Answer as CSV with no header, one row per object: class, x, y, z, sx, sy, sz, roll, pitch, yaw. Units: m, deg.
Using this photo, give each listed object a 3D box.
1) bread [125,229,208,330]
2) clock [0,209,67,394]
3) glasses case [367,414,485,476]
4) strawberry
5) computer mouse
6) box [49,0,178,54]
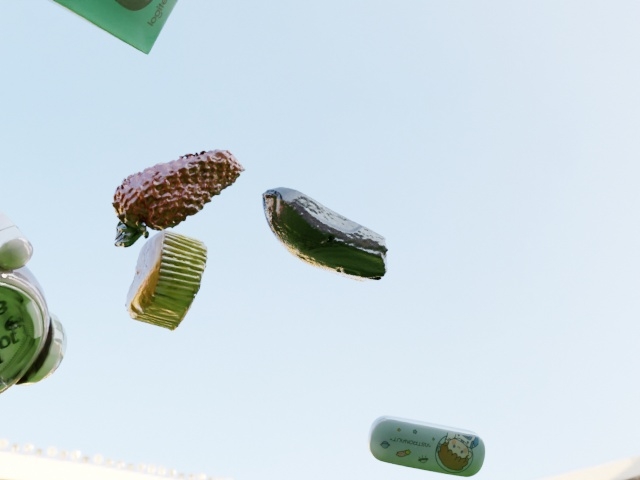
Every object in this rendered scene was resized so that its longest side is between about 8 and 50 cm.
bread,-0.348,0.087,1.577,0.133,0.179,0.250,15,-35,-23
clock,-0.612,0.150,1.179,0.342,0.184,0.326,-23,-53,-29
glasses case,0.158,0.307,1.053,0.178,0.067,0.045,12,-5,-6
strawberry,-0.291,-0.103,1.338,0.286,0.188,0.106,-34,-58,-10
computer mouse,0.000,0.000,1.043,0.217,0.073,0.122,27,-21,0
box,-0.318,-0.414,0.978,0.205,0.118,0.311,-60,-24,5
